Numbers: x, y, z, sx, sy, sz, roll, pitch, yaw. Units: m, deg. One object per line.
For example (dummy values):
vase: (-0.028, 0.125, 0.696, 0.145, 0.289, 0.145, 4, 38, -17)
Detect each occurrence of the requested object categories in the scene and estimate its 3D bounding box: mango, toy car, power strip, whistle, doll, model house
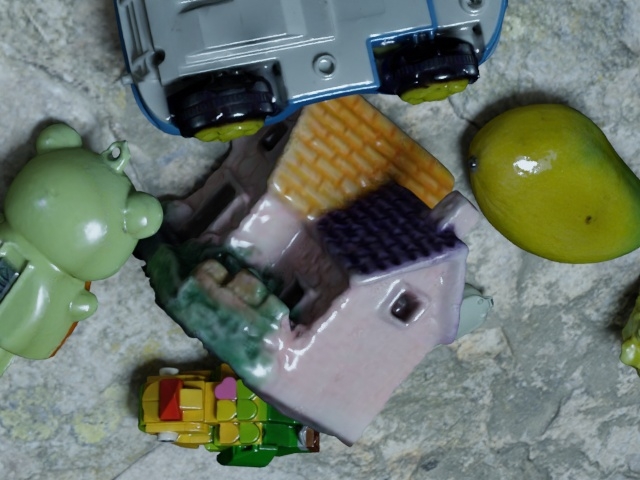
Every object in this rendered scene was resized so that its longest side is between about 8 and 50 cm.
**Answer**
mango: (0.234, -0.043, 1.276, 0.137, 0.091, 0.237, -39, 127, 11)
toy car: (-0.006, -0.182, 1.030, 0.314, 0.166, 0.198, -13, 86, -7)
power strip: (0.088, 0.099, 1.337, 0.191, 0.030, 0.047, -26, 127, -6)
whistle: (-0.243, 0.032, 1.105, 0.288, 0.131, 0.106, -54, 166, 12)
doll: (-0.085, 0.163, 1.261, 0.186, 0.134, 0.106, 6, 73, -20)
model house: (0.000, 0.000, 1.121, 0.202, 0.237, 0.237, 39, 96, -29)

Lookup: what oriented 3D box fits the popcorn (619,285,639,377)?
popcorn: (0.396, 0.096, 1.389, 0.173, 0.173, 0.142, -11, 112, -16)
